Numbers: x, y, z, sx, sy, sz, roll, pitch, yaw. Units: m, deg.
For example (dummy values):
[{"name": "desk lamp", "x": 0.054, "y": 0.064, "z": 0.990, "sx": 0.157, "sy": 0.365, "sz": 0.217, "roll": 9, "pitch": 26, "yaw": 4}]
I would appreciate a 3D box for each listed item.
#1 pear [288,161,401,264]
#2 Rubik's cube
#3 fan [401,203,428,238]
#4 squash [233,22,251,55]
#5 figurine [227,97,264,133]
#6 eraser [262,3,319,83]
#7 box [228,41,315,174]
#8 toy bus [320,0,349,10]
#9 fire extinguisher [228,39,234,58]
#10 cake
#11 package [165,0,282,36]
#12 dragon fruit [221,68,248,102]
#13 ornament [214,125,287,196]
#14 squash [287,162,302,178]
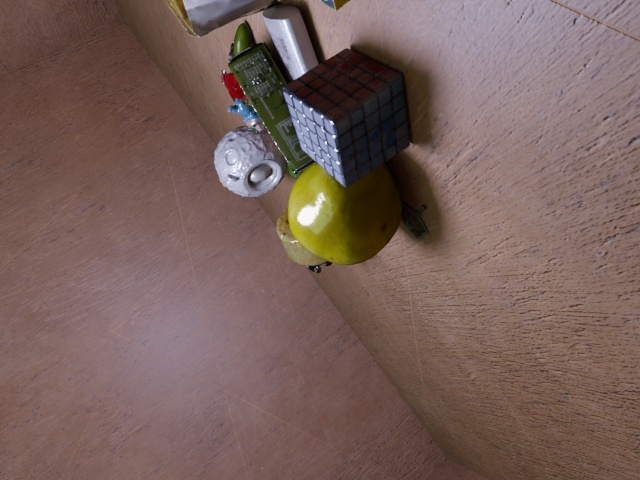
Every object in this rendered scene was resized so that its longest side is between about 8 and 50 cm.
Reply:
[{"name": "pear", "x": 0.076, "y": -0.104, "z": 1.657, "sx": 0.362, "sy": 0.362, "sz": 0.418, "roll": 49, "pitch": 154, "yaw": 20}, {"name": "Rubik's cube", "x": 0.075, "y": -0.331, "z": 1.389, "sx": 0.238, "sy": 0.237, "sz": 0.237, "roll": 45, "pitch": 164, "yaw": 37}, {"name": "fan", "x": 0.309, "y": -0.073, "z": 1.684, "sx": 0.132, "sy": 0.009, "sz": 0.220, "roll": 50, "pitch": 166, "yaw": 10}, {"name": "squash", "x": -0.293, "y": -0.692, "z": 1.969, "sx": 0.069, "sy": 0.069, "sz": 0.258, "roll": 40, "pitch": 138, "yaw": 46}, {"name": "figurine", "x": -0.273, "y": -0.481, "z": 1.995, "sx": 0.114, "sy": 0.178, "sz": 0.144, "roll": -14, "pitch": 78, "yaw": 36}, {"name": "eraser", "x": -0.077, "y": -0.578, "z": 1.604, "sx": 0.174, "sy": 0.095, "sz": 0.270, "roll": 44, "pitch": 165, "yaw": 49}, {"name": "box", "x": -0.148, "y": -0.461, "z": 1.806, "sx": 0.420, "sy": 0.138, "sz": 0.373, "roll": 60, "pitch": -175, "yaw": -17}, {"name": "toy bus", "x": 0.018, "y": -0.645, "z": 1.176, "sx": 0.081, "sy": 0.074, "sz": 0.226, "roll": 46, "pitch": 164, "yaw": 34}, {"name": "fire extinguisher", "x": -0.335, "y": -0.736, "z": 2.076, "sx": 0.071, "sy": 0.099, "sz": 0.231, "roll": 37, "pitch": 167, "yaw": -2}, {"name": "cake", "x": 0.003, "y": 0.005, "z": 2.243, "sx": 0.332, "sy": 0.332, "sz": 0.321, "roll": 39, "pitch": 161, "yaw": 47}, {"name": "package", "x": -0.269, "y": -0.708, "z": 1.477, "sx": 0.221, "sy": 0.311, "sz": 0.165, "roll": 39, "pitch": 157, "yaw": 44}, {"name": "dragon fruit", "x": -0.266, "y": -0.567, "z": 2.159, "sx": 0.343, "sy": 0.100, "sz": 0.282, "roll": 23, "pitch": 163, "yaw": 43}, {"name": "ornament", "x": -0.331, "y": -0.378, "z": 2.419, "sx": 0.337, "sy": 0.337, "sz": 0.337, "roll": 50, "pitch": 165, "yaw": 18}, {"name": "squash", "x": -0.113, "y": -0.345, "z": 2.315, "sx": 0.077, "sy": 0.068, "sz": 0.219, "roll": 63, "pitch": 169, "yaw": 14}]
